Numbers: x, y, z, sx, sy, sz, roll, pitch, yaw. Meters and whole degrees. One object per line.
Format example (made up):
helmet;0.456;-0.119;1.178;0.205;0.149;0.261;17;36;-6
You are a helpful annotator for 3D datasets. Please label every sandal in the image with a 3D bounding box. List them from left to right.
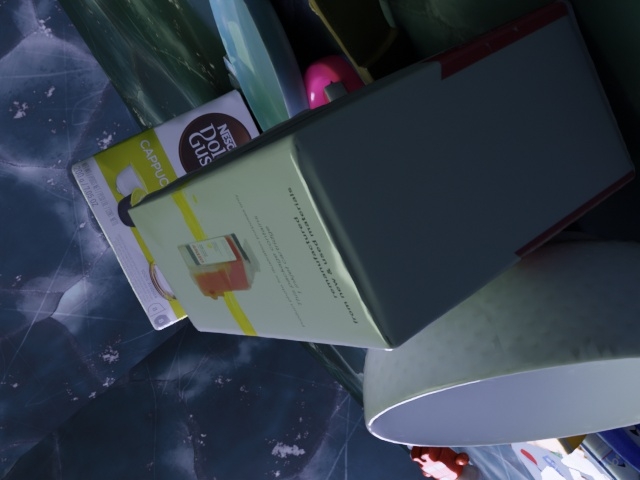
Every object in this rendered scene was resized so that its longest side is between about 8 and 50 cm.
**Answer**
sandal;0.018;-0.248;0.832;0.079;0.088;0.240;27;159;48

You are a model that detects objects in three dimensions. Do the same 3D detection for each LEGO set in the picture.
LEGO set;-0.099;-0.205;1.460;0.244;0.060;0.182;48;171;12

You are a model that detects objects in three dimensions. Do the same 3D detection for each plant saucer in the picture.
plant saucer;-0.085;-0.259;1.137;0.317;0.044;0.317;62;171;17

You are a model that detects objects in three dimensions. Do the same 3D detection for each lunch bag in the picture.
lunch bag;0.363;0.278;1.080;0.303;0.115;0.243;46;161;18

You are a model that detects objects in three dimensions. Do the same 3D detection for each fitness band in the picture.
fitness band;0.050;-0.107;1.060;0.209;0.054;0.290;109;137;-76

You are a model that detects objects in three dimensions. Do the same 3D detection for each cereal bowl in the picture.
cereal bowl;0.201;0.086;0.721;0.339;0.339;0.141;81;-178;-67

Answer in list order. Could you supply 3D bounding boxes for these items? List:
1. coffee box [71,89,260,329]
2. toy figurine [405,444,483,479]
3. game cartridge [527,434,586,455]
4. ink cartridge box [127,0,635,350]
coffee box;-0.257;-0.072;1.586;0.337;0.335;0.338;65;170;-11
toy figurine;0.245;0.329;1.434;0.148;0.213;0.209;38;176;-19
game cartridge;0.148;0.111;0.996;0.323;0.053;0.285;56;158;-16
ink cartridge box;0.027;-0.044;0.724;0.385;0.279;0.160;-7;112;62
